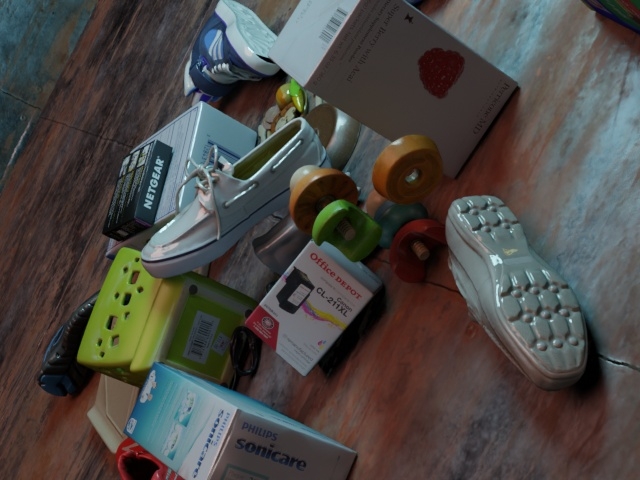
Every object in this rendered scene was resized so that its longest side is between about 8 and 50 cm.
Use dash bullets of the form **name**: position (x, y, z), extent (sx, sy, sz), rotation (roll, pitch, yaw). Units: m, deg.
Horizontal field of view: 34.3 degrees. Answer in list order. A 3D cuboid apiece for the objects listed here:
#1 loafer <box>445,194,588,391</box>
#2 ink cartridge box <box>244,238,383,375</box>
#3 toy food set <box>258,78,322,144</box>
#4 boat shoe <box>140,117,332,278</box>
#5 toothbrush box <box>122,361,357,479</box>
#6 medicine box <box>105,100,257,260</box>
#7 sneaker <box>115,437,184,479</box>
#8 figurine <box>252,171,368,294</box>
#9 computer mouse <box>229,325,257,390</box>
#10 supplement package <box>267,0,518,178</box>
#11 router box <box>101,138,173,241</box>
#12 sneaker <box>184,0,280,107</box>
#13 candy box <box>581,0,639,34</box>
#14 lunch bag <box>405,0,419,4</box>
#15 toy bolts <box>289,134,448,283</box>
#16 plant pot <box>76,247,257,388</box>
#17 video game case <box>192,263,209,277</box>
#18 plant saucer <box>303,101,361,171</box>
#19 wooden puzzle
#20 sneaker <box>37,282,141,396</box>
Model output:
- **loafer**: position (0.236, 0.071, 1.280), extent (0.319, 0.112, 0.112), rotation (-108, 17, -49)
- **ink cartridge box**: position (-0.010, 0.095, 1.574), extent (0.175, 0.127, 0.072), rotation (-52, -6, 19)
- **toy food set**: position (-0.073, -0.249, 2.032), extent (0.192, 0.038, 0.132), rotation (-41, 37, 32)
- **boat shoe**: position (-0.158, -0.090, 1.715), extent (0.367, 0.157, 0.136), rotation (-32, 33, -9)
- **toothbrush box**: position (-0.124, 0.295, 1.517), extent (0.295, 0.216, 0.126), rotation (11, 76, 57)
- **medicine box**: position (-0.286, -0.095, 2.124), extent (0.289, 0.149, 0.264), rotation (-26, 46, 45)
- **sneaker**: position (-0.304, 0.389, 1.805), extent (0.279, 0.118, 0.107), rotation (11, 75, 58)
- **figurine**: position (0.000, 0.000, 1.701), extent (0.209, 0.092, 0.215), rotation (-43, 34, 16)
- **computer mouse**: position (-0.157, 0.260, 1.742), extent (0.041, 0.071, 0.242), rotation (-35, 36, 62)
- **supplement package**: position (0.105, -0.251, 1.519), extent (0.178, 0.292, 0.175), rotation (-57, 31, 10)
- **router box**: position (-0.362, -0.098, 2.050), extent (0.133, 0.046, 0.179), rotation (-19, 52, 48)
- **sneaker**: position (-0.197, -0.360, 2.241), extent (0.236, 0.130, 0.323), rotation (-60, 34, 23)
- **candy box**: position (0.364, -0.350, 1.237), extent (0.122, 0.268, 0.317), rotation (-50, 32, 13)
- **lunch bag**: position (0.161, -0.564, 1.860), extent (0.243, 0.115, 0.304), rotation (-19, 52, 46)
- **toy bolts**: position (0.086, -0.068, 1.475), extent (0.218, 0.228, 0.158), rotation (-48, 43, 13)
- **plant pot**: position (-0.256, 0.157, 1.821), extent (0.207, 0.227, 0.228), rotation (5, 72, 52)
- **video game case**: position (-0.299, 0.152, 2.075), extent (0.193, 0.023, 0.213), rotation (-25, 47, 46)
- **plant saucer**: position (-0.004, -0.178, 1.880), extent (0.198, 0.036, 0.199), rotation (-36, 40, 38)
- **wooden puzzle**: position (-0.390, 0.278, 2.068), extent (0.221, 0.044, 0.239), rotation (27, 101, 59)
- **sneaker**: position (-0.511, 0.188, 2.269), extent (0.341, 0.125, 0.140), rotation (-44, 30, 24)
